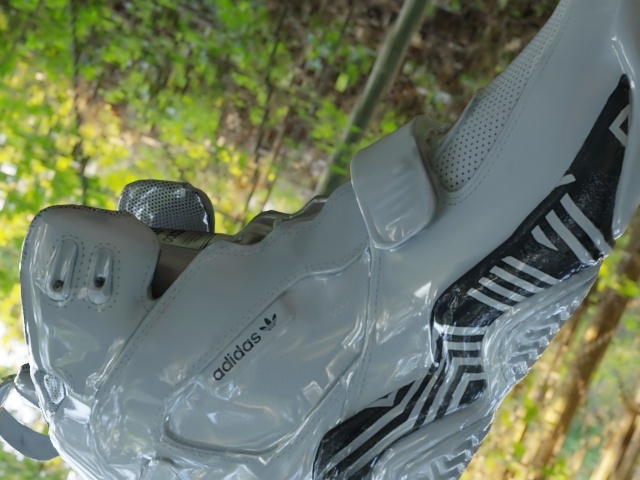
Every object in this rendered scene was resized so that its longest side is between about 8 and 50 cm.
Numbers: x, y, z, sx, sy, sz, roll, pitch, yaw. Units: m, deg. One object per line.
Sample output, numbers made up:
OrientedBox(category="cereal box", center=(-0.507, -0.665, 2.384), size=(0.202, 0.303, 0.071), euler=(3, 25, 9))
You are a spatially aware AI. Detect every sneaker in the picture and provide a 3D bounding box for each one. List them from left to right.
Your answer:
OrientedBox(category="sneaker", center=(0.000, 0.000, 0.573), size=(0.210, 0.366, 0.137), euler=(33, -166, 5))
